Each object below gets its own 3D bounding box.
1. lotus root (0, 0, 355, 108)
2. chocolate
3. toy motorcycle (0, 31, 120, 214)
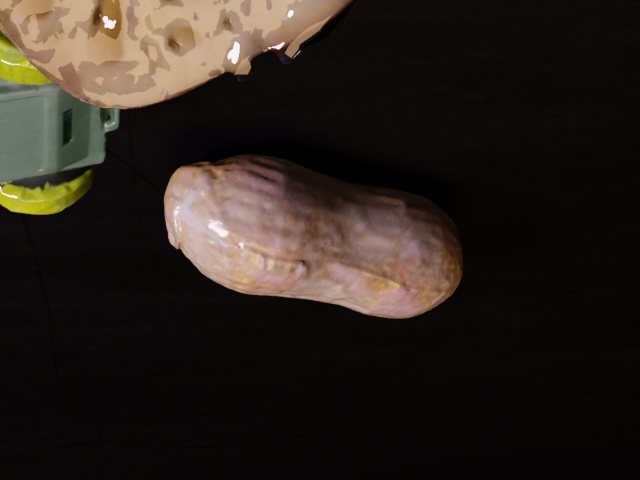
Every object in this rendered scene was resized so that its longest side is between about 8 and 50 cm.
[{"bbox_3d":[-0.111,-0.258,0.958,0.390,0.111,0.375,6,119,-13],"label":"lotus root"},{"bbox_3d":[0.000,0.000,1.438,0.309,0.134,0.134,15,141,-26],"label":"chocolate"},{"bbox_3d":[-0.324,-0.131,1.158,0.326,0.200,0.191,-8,147,-16],"label":"toy motorcycle"}]
